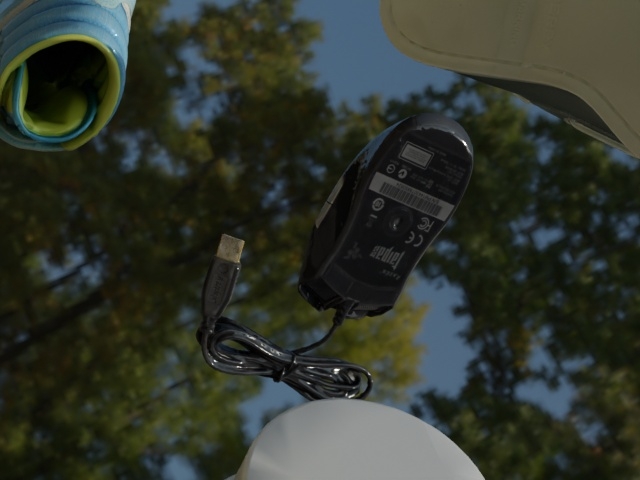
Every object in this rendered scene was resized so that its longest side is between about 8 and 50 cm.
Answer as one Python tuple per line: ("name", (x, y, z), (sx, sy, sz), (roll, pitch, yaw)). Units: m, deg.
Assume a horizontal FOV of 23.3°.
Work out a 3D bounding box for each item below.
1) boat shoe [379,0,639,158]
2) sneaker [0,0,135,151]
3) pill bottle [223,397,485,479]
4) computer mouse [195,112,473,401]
("boat shoe", (0.184, -0.107, 0.888), (0.319, 0.099, 0.116), (23, -79, 34))
("sneaker", (-0.274, -0.135, 1.344), (0.319, 0.127, 0.208), (-38, -141, 39))
("pill bottle", (-0.025, 0.306, 1.096), (0.229, 0.229, 0.408), (47, -44, 27))
("computer mouse", (0.000, 0.000, 1.236), (0.060, 0.184, 0.262), (45, -65, 55))
